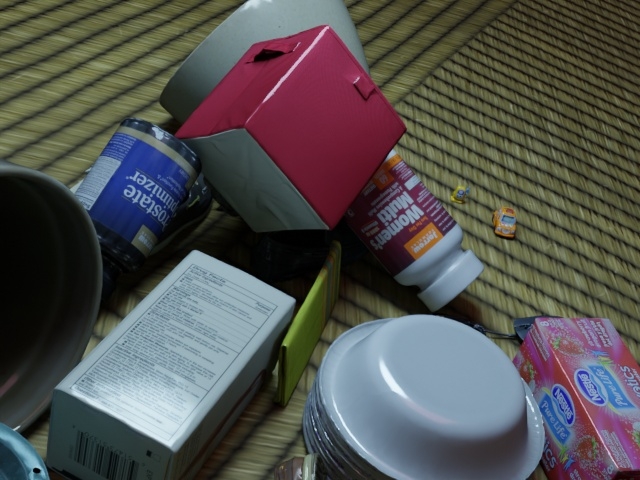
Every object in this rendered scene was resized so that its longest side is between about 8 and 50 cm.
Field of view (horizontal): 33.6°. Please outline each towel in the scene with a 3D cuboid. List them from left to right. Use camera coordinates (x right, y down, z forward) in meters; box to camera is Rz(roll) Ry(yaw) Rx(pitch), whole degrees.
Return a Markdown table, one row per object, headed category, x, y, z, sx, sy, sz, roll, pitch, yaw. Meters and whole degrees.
| category | x | y | z | sx | sy | sz | roll | pitch | yaw |
| --- | --- | --- | --- | --- | --- | --- | --- | --- | --- |
| towel | -0.015 | 0.101 | 1.372 | 0.021 | 0.102 | 0.237 | 11 | 35 | 13 |

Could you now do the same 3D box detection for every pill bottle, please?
| category | x | y | z | sx | sy | sz | roll | pitch | yaw |
| --- | --- | --- | --- | --- | --- | --- | --- | --- | --- |
| pill bottle | -0.256 | -0.037 | 1.355 | 0.122 | 0.123 | 0.219 | 27 | 75 | 11 |
| pill bottle | 0.126 | -0.013 | 1.513 | 0.221 | 0.121 | 0.121 | 49 | 41 | 1 |

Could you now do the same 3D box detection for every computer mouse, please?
| category | x | y | z | sx | sy | sz | roll | pitch | yaw |
| --- | --- | --- | --- | --- | --- | --- | --- | --- | --- |
| computer mouse | 0.271 | 0.124 | 1.518 | 0.242 | 0.041 | 0.071 | 6 | 39 | -16 |

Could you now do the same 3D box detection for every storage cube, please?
| category | x | y | z | sx | sy | sz | roll | pitch | yaw |
| --- | --- | --- | --- | --- | --- | --- | --- | --- | --- |
| storage cube | -0.039 | -0.139 | 1.405 | 0.183 | 0.215 | 0.193 | 0 | 46 | 52 |

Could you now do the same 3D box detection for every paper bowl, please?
| category | x | y | z | sx | sy | sz | roll | pitch | yaw |
| --- | --- | --- | --- | --- | --- | --- | --- | --- | --- |
| paper bowl | 0.131 | 0.202 | 1.268 | 0.284 | 0.148 | 0.284 | 13 | 37 | -10 |

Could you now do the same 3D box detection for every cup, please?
| category | x | y | z | sx | sy | sz | roll | pitch | yaw |
| --- | --- | --- | --- | --- | --- | --- | --- | --- | --- |
| cup | -0.050 | -0.231 | 1.654 | 0.237 | 0.331 | 0.331 | 50 | 40 | -1 |

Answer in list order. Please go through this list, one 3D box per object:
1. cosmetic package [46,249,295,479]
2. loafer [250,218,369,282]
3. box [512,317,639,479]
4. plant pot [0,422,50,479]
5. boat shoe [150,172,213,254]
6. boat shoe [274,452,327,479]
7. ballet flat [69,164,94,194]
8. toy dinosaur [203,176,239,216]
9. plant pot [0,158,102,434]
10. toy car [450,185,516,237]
| category | x | y | z | sx | sy | sz | roll | pitch | yaw |
| --- | --- | --- | --- | --- | --- | --- | --- | --- | --- |
| cosmetic package | -0.164 | 0.157 | 1.210 | 0.153 | 0.129 | 0.296 | 26 | 37 | 12 |
| loafer | 0.000 | 0.000 | 1.527 | 0.223 | 0.078 | 0.076 | -16 | 49 | -38 |
| box | 0.345 | 0.228 | 1.341 | 0.122 | 0.128 | 0.257 | 3 | 39 | -20 |
| plant pot | -0.333 | 0.272 | 0.909 | 0.293 | 0.196 | 0.293 | 15 | 31 | -9 |
| boat shoe | -0.209 | -0.061 | 1.523 | 0.081 | 0.069 | 0.228 | 25 | 37 | 8 |
| boat shoe | -0.032 | 0.305 | 1.142 | 0.060 | 0.064 | 0.178 | -10 | 33 | 13 |
| ballet flat | -0.314 | -0.068 | 1.487 | 0.086 | 0.086 | 0.248 | 26 | 38 | 10 |
| toy dinosaur | -0.080 | -0.057 | 1.564 | 0.268 | 0.064 | 0.118 | 8 | 11 | -38 |
| plant pot | -0.446 | 0.040 | 1.126 | 0.280 | 0.323 | 0.323 | 20 | 33 | 30 |
| toy car | 0.270 | -0.050 | 1.743 | 0.122 | 0.040 | 0.060 | 25 | 37 | 7 |
